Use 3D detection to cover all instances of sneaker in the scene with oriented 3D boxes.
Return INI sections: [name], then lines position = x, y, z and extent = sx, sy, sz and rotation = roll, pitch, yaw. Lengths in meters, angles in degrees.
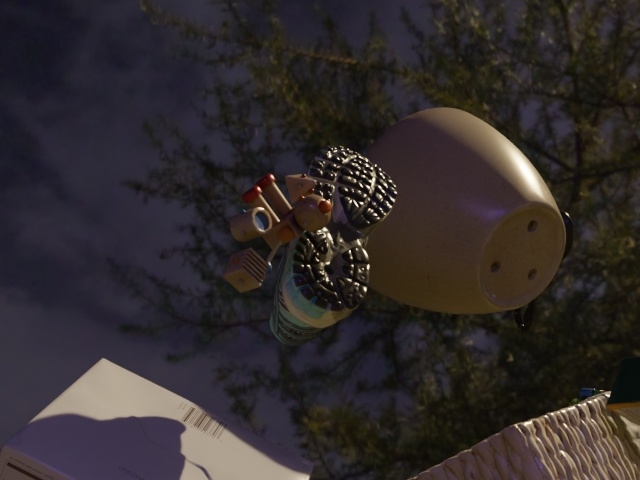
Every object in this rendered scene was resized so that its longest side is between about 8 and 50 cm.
[sneaker]
position = 0.000, 0.000, 0.921
extent = 0.110, 0.283, 0.122
rotation = 31, -48, -7

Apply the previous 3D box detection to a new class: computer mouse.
[computer mouse]
position = 0.399, 0.057, 1.430
extent = 0.041, 0.071, 0.242
rotation = -4, -56, -28

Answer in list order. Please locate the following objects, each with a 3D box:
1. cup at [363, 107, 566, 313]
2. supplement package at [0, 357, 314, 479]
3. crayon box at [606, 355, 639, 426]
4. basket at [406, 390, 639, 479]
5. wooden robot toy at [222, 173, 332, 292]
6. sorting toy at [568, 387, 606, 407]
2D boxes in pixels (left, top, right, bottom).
[cup]
position = 0.232, -0.018, 1.242
extent = 0.330, 0.237, 0.331
rotation = -12, -64, -26
[supplement package]
position = -0.167, 0.268, 0.798
extent = 0.261, 0.204, 0.145
rotation = 26, -73, 3
[crayon box]
position = 0.543, 0.211, 0.995
extent = 0.203, 0.083, 0.323
rotation = 30, -20, -8
[basket]
position = 0.321, 0.437, 1.170
extent = 0.266, 0.332, 0.328
rotation = 2, -33, -40
[wooden robot toy]
position = -0.029, -0.026, 0.777
extent = 0.079, 0.173, 0.076
rotation = -18, -68, 39
[sorting toy]
position = 0.460, 0.278, 1.343
extent = 0.101, 0.061, 0.042
rotation = -14, 0, -32
